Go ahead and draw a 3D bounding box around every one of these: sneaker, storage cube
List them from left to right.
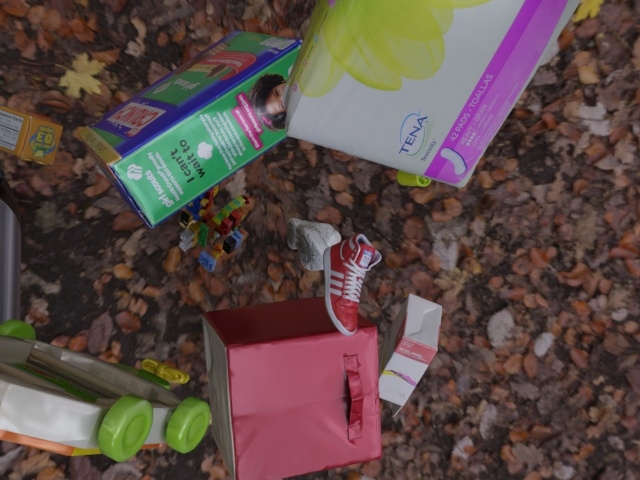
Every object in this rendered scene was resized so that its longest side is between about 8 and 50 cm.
[{"bbox_3d":[-0.044,0.190,0.974,0.193,0.215,0.184,-6,99,-18],"label":"storage cube"},{"bbox_3d":[0.000,0.000,1.696,0.115,0.232,0.090,-3,113,-17],"label":"sneaker"},{"bbox_3d":[0.040,0.047,0.852,0.067,0.118,0.042,-31,143,35],"label":"sneaker"}]

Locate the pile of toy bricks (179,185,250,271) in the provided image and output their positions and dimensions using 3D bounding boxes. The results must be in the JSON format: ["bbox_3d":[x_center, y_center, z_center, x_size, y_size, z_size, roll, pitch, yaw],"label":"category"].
[{"bbox_3d":[-0.164,-0.038,1.242,0.118,0.212,0.105,41,59,9],"label":"pile of toy bricks"}]

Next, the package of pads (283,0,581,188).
[{"bbox_3d":[0.105,-0.210,0.750,0.229,0.101,0.296,16,128,-13],"label":"package of pads"}]

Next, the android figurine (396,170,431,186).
[{"bbox_3d":[0.217,-0.248,1.664,0.056,0.273,0.248,1,97,-30],"label":"android figurine"}]

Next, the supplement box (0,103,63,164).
[{"bbox_3d":[-0.563,-0.201,1.277,0.233,0.078,0.080,22,95,24],"label":"supplement box"}]

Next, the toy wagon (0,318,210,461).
[{"bbox_3d":[-0.249,0.153,0.767,0.267,0.344,0.068,18,83,21],"label":"toy wagon"}]

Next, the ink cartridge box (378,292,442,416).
[{"bbox_3d":[0.142,0.206,1.287,0.067,0.115,0.198,21,128,-2],"label":"ink cartridge box"}]

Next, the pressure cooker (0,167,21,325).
[{"bbox_3d":[-0.591,0.049,0.965,0.369,0.375,0.420,-4,61,-12],"label":"pressure cooker"}]

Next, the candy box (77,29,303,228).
[{"bbox_3d":[-0.184,-0.181,1.096,0.317,0.268,0.122,-38,120,-12],"label":"candy box"}]
